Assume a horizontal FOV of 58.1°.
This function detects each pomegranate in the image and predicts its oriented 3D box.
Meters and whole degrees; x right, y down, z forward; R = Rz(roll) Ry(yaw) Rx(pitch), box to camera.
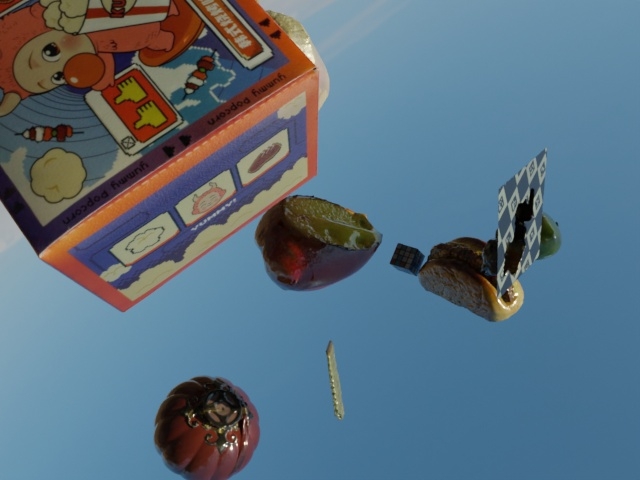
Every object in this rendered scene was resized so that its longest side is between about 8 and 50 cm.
[{"bbox_3d":[0.610,0.006,1.678,0.152,0.131,0.191,-96,-159,-51],"label":"pomegranate"}]

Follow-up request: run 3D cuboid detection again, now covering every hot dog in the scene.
[{"bbox_3d":[0.542,0.117,2.103,0.185,0.223,0.405,-29,-143,-31],"label":"hot dog"}]

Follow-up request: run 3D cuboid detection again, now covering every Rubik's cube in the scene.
[{"bbox_3d":[0.342,0.075,2.266,0.092,0.092,0.092,18,-100,34],"label":"Rubik's cube"}]

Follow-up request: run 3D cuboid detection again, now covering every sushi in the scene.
[{"bbox_3d":[0.452,-0.046,1.365,0.059,0.291,0.294,14,-150,37],"label":"sushi"}]

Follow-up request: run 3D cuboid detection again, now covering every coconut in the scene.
[{"bbox_3d":[-0.134,-0.460,1.629,0.298,0.297,0.309,-37,165,7],"label":"coconut"}]

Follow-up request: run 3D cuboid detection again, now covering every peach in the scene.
[{"bbox_3d":[0.000,0.000,1.562,0.339,0.280,0.281,-18,-152,-3],"label":"peach"}]

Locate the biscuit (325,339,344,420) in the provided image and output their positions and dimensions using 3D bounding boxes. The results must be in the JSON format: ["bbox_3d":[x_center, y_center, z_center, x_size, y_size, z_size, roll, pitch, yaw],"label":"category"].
[{"bbox_3d":[0.037,0.364,1.464,0.016,0.203,0.144,-9,180,5],"label":"biscuit"}]

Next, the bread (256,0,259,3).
[{"bbox_3d":[-0.279,-0.776,1.804,0.077,0.189,0.114,-62,-160,-8],"label":"bread"}]

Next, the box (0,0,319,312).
[{"bbox_3d":[-0.227,-0.163,0.662,0.319,0.348,0.257,-36,165,-11],"label":"box"}]

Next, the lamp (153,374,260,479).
[{"bbox_3d":[-0.318,0.530,1.632,0.257,0.303,0.303,-55,-165,38],"label":"lamp"}]
